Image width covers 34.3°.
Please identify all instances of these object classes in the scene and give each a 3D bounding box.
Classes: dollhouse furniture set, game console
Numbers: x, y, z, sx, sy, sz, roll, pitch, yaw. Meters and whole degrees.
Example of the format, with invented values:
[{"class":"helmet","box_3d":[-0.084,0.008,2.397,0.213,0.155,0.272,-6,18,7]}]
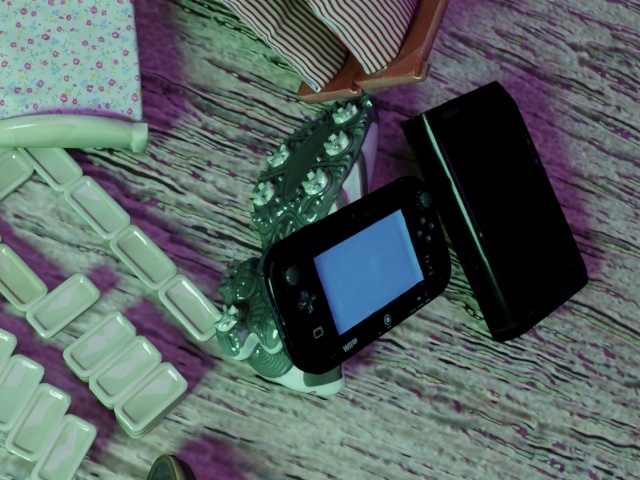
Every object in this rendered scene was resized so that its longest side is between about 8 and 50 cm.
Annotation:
[{"class":"dollhouse furniture set","box_3d":[-0.230,-0.138,0.794,0.355,0.174,0.303,-3,74,-14]},{"class":"game console","box_3d":[0.091,0.008,0.863,0.361,0.044,0.213,-29,96,-42]},{"class":"dollhouse furniture set","box_3d":[0.029,-0.332,0.914,0.201,0.152,0.374,37,61,-36]}]

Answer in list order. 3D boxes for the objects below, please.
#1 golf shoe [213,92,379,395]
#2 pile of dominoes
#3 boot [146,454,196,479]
[{"class":"golf shoe","box_3d":[0.000,0.000,0.894,0.120,0.105,0.273,41,57,-35]},{"class":"pile of dominoes","box_3d":[-0.220,0.057,0.844,0.251,0.040,0.196,45,68,8]},{"class":"boot","box_3d":[-0.075,0.274,0.811,0.106,0.082,0.219,3,69,-39]}]
